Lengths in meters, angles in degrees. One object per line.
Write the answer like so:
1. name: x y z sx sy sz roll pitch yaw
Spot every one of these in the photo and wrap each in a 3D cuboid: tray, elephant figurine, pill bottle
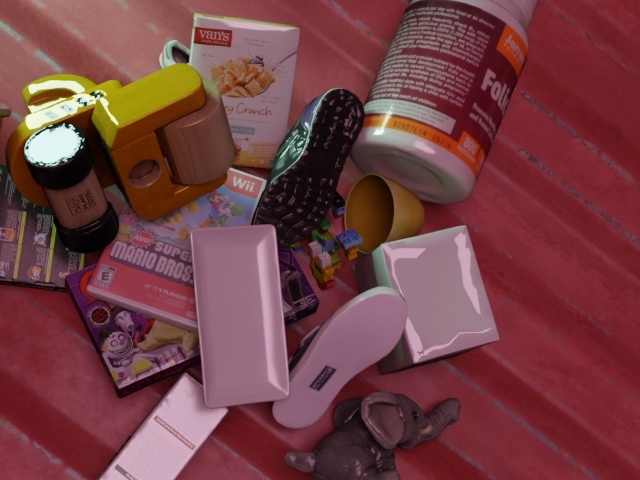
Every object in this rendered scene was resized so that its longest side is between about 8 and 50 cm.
1. tray: -0.126 0.113 1.779 0.145 0.030 0.270 -3 85 -31
2. elephant figurine: 0.092 0.308 1.876 0.169 0.186 0.239 8 58 33
3. pill bottle: 0.217 -0.279 1.974 0.224 0.224 0.392 25 75 -6

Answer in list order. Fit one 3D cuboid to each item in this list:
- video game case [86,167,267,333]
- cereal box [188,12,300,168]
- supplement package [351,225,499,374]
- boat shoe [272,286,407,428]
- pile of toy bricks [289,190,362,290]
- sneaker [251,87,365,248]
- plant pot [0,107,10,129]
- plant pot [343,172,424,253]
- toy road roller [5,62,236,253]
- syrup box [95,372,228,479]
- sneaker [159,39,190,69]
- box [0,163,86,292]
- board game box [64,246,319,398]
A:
1. video game case: -0.220 -0.007 1.847 0.204 0.025 0.285 19 62 0
2. cereal box: -0.134 -0.243 1.925 0.173 0.047 0.240 4 108 -10
3. supplement package: 0.164 0.100 1.892 0.149 0.203 0.194 -13 82 -14
4. boat shoe: 0.026 0.165 1.824 0.108 0.301 0.102 27 30 -18
5. pile of toy bricks: 0.000 0.000 1.929 0.118 0.105 0.212 -23 43 -18
6. sneaker: -0.031 -0.110 1.895 0.107 0.124 0.283 35 78 -21
7. plant pot: -0.619 -0.041 1.702 0.334 0.334 0.305 -1 95 -12
8. plant pot: 0.117 -0.041 1.962 0.095 0.134 0.134 5 76 -36
9. toy road roller: -0.319 -0.163 1.796 0.330 0.202 0.240 -25 51 -12
10. syrup box: -0.253 0.327 1.809 0.096 0.093 0.237 40 73 -2
11. sneaker: -0.210 -0.266 1.955 0.057 0.075 0.161 -36 87 -17
12. box: -0.460 -0.020 1.866 0.184 0.045 0.190 7 76 -13
13. board game box: -0.200 0.085 1.844 0.347 0.056 0.208 -23 66 -20
